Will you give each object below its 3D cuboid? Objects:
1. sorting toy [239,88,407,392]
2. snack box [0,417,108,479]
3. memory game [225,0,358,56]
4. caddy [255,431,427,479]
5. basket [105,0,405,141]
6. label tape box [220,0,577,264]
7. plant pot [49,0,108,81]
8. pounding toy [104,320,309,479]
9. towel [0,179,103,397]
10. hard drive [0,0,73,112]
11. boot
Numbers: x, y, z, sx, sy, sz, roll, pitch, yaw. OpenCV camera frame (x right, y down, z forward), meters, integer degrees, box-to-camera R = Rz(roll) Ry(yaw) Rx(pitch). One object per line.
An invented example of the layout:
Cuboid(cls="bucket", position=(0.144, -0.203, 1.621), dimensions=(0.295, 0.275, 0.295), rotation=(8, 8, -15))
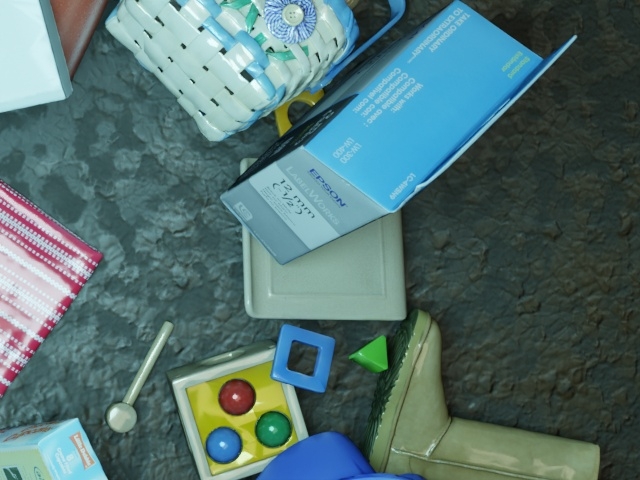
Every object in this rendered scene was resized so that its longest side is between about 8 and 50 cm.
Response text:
Cuboid(cls="sorting toy", position=(0.000, 0.000, 1.823), dimensions=(0.196, 0.047, 0.347), rotation=(3, 76, -21))
Cuboid(cls="snack box", position=(-0.254, 0.348, 1.744), dimensions=(0.060, 0.187, 0.322), rotation=(-30, 100, -37))
Cuboid(cls="memory game", position=(-0.046, -0.284, 1.830), dimensions=(0.186, 0.012, 0.186), rotation=(-1, 93, -10))
Cuboid(cls="caddy", position=(0.011, 0.378, 1.756), dimensions=(0.241, 0.179, 0.341), rotation=(30, 104, -21))
Cuboid(cls="basket", position=(-0.060, -0.261, 1.735), dimensions=(0.255, 0.201, 0.289), rotation=(45, 52, -10))
Cuboid(cls="label tape box", position=(0.070, -0.120, 1.660), dimensions=(0.115, 0.348, 0.249), rotation=(48, 65, -6))
Cuboid(cls="plant pot", position=(-0.308, -0.314, 1.670), dimensions=(0.272, 0.272, 0.265), rotation=(20, 98, -11))
Cuboid(cls="pounding toy", position=(-0.135, 0.177, 1.802), dimensions=(0.206, 0.094, 0.181), rotation=(-17, 97, -9))
Cuboid(cls="towel", position=(-0.395, 0.070, 1.782), dimensions=(0.199, 0.031, 0.275), rotation=(37, 87, -11))
Cuboid(cls="hard drive", position=(-0.412, -0.204, 1.565), dimensions=(0.308, 0.040, 0.203), rotation=(-11, 104, 8))
Cuboid(cls="boot", position=(0.192, 0.217, 1.872), dimensions=(0.270, 0.089, 0.236), rotation=(15, 104, -10))
